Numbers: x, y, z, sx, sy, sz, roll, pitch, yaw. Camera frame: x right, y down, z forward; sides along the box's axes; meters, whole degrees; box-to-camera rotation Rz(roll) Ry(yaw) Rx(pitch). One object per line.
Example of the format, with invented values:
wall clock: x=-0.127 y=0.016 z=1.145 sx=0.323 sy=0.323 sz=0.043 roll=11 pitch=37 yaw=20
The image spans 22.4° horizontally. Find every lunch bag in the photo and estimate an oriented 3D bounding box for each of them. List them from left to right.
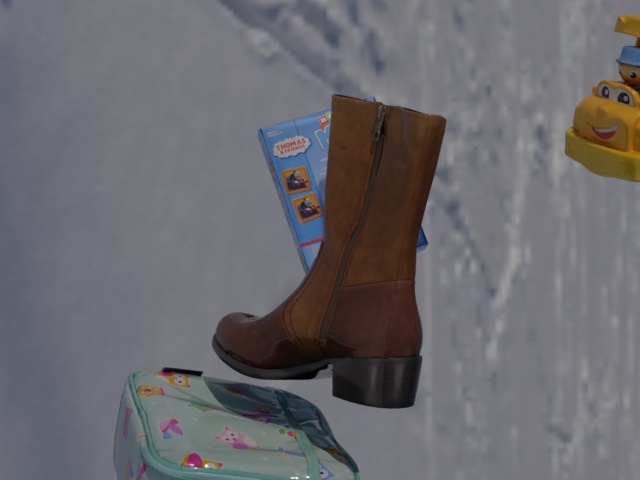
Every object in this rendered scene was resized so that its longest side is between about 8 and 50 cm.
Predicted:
lunch bag: x=-0.083 y=0.215 z=1.577 sx=0.279 sy=0.224 sz=0.108 roll=-126 pitch=-134 yaw=-70

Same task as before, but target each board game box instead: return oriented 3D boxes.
board game box: x=0.027 y=-0.066 z=2.070 sx=0.039 sy=0.160 sz=0.211 roll=109 pitch=-37 yaw=-74

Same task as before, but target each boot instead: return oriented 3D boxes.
boot: x=0.000 y=0.000 z=1.540 sx=0.096 sy=0.264 sz=0.280 roll=0 pitch=96 yaw=-37

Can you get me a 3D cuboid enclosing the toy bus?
toy bus: x=0.357 y=-0.176 z=1.600 sx=0.149 sy=0.220 sz=0.211 roll=32 pitch=-45 yaw=53
